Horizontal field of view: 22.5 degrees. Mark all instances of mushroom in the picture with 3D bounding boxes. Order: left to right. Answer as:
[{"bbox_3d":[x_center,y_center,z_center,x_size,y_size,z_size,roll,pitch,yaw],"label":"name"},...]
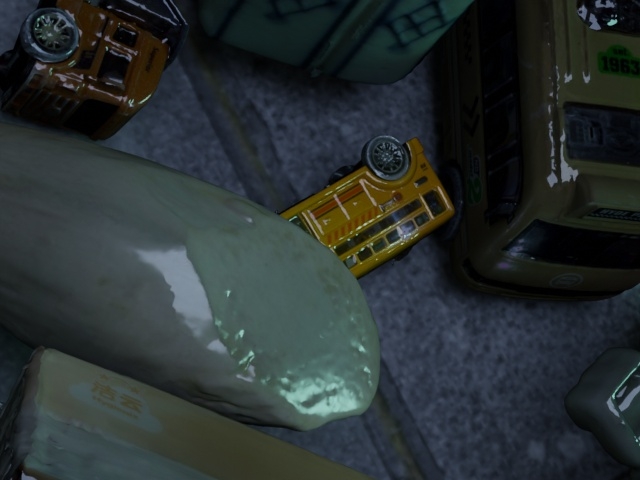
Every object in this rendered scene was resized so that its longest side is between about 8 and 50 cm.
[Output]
[{"bbox_3d":[-0.127,0.003,0.874,0.350,0.128,0.128,28,65,8],"label":"mushroom"}]

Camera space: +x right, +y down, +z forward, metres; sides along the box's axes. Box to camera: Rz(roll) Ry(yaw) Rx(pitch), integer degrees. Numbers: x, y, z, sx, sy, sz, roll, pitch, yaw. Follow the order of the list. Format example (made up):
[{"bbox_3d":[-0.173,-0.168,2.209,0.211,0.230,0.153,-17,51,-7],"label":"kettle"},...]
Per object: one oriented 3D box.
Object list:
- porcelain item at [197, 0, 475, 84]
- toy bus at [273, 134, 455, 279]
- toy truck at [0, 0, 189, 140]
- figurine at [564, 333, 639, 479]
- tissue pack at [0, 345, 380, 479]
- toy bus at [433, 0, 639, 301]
[{"bbox_3d":[0.035,-0.257,0.962,0.157,0.281,0.286,13,68,-16],"label":"porcelain item"},{"bbox_3d":[0.000,0.000,0.986,0.162,0.069,0.074,-31,87,-27],"label":"toy bus"},{"bbox_3d":[-0.127,-0.156,0.978,0.092,0.083,0.192,23,66,-19],"label":"toy truck"},{"bbox_3d":[0.282,0.142,0.997,0.342,0.167,0.285,19,63,-63],"label":"figurine"},{"bbox_3d":[-0.053,0.200,0.850,0.305,0.238,0.238,23,67,-13],"label":"tissue pack"},{"bbox_3d":[0.156,-0.114,1.032,0.139,0.157,0.289,7,71,-19],"label":"toy bus"}]
